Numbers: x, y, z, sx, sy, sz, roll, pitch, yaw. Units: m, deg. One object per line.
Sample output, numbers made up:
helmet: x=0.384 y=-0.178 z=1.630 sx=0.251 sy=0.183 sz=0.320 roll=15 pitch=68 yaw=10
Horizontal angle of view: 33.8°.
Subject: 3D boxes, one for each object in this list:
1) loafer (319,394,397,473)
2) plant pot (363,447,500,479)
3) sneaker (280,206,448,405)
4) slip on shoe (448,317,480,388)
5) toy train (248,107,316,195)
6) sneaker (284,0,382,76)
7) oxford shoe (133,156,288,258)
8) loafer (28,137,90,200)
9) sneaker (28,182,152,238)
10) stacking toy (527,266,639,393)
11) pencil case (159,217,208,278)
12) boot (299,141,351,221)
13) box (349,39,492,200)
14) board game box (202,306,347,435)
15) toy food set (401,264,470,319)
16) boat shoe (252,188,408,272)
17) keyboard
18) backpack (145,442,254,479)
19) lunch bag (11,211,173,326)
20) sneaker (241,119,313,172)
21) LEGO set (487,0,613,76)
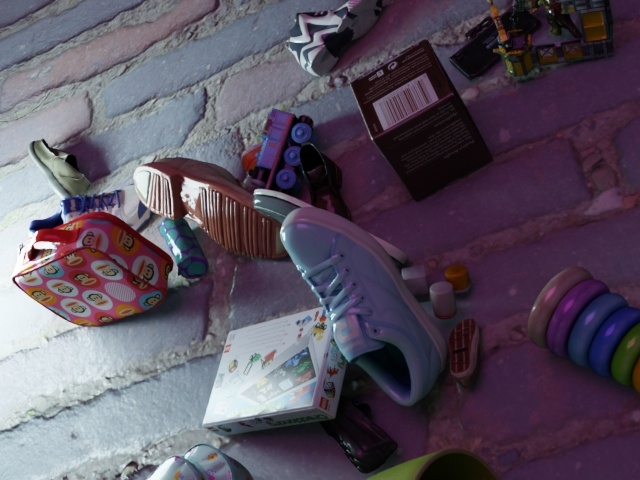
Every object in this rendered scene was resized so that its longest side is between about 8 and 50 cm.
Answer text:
loafer: x=0.047 y=0.297 z=1.746 sx=0.078 sy=0.076 sz=0.223 roll=-28 pitch=39 yaw=-16
plant pot: x=0.090 y=0.450 z=1.500 sx=0.293 sy=0.274 sz=0.275 roll=-18 pitch=49 yaw=40
sneaker: x=0.063 y=0.108 z=1.659 sx=0.135 sy=0.366 sz=0.150 roll=-39 pitch=10 yaw=34
slip on shoe: x=0.239 y=0.184 z=1.724 sx=0.051 sy=0.041 sz=0.135 roll=-17 pitch=33 yaw=20
toy train: x=-0.077 y=-0.173 z=2.120 sx=0.105 sy=0.080 sz=0.184 roll=17 pitch=85 yaw=12
sneaker: x=0.016 y=-0.482 z=2.302 sx=0.153 sy=0.094 sz=0.235 roll=40 pitch=94 yaw=35
oxford shoe: x=-0.191 y=-0.088 z=2.125 sx=0.397 sy=0.141 sz=0.146 roll=27 pitch=39 yaw=26
loafer: x=-0.611 y=-0.167 z=2.485 sx=0.087 sy=0.094 sz=0.251 roll=-35 pitch=50 yaw=-10
sneaker: x=-0.497 y=-0.051 z=2.293 sx=0.296 sy=0.131 sz=0.112 roll=-32 pitch=45 yaw=7
stacking toy: x=0.468 y=0.173 z=1.538 sx=0.141 sy=0.141 sz=0.330 roll=-49 pitch=52 yaw=-7
pencil case: x=-0.281 y=0.014 z=2.154 sx=0.064 sy=0.070 sz=0.152 roll=-3 pitch=39 yaw=-27
boot: x=-0.002 y=-0.087 z=2.022 sx=0.082 sy=0.106 sz=0.219 roll=-23 pitch=49 yaw=17
box: x=0.184 y=-0.219 z=1.934 sx=0.168 sy=0.203 sz=0.167 roll=-29 pitch=47 yaw=11
board game box: x=-0.074 y=0.226 z=1.817 sx=0.305 sy=0.053 sz=0.193 roll=-18 pitch=48 yaw=45
toy food set: x=0.147 y=0.121 z=1.804 sx=0.232 sy=0.105 sz=0.111 roll=-11 pitch=28 yaw=5
boat shoe: x=0.000 y=0.000 z=1.917 sx=0.319 sy=0.116 sz=0.099 roll=26 pitch=87 yaw=18
keyboard: x=0.340 y=-0.400 z=2.092 sx=0.180 sy=0.023 sz=0.108 roll=-39 pitch=53 yaw=1
backpack: x=-0.208 y=0.434 z=1.756 sx=0.188 sy=0.144 sz=0.166 roll=-45 pitch=41 yaw=-8
lunch bag: x=-0.468 y=0.055 z=2.087 sx=0.293 sy=0.258 sz=0.120 roll=-18 pitch=48 yaw=36
sneaker: x=-0.082 y=-0.193 z=2.193 sx=0.175 sy=0.064 sz=0.067 roll=-36 pitch=68 yaw=10
LEGO set: x=0.432 y=-0.482 z=1.959 sx=0.254 sy=0.192 sz=0.331 roll=3 pitch=58 yaw=25
